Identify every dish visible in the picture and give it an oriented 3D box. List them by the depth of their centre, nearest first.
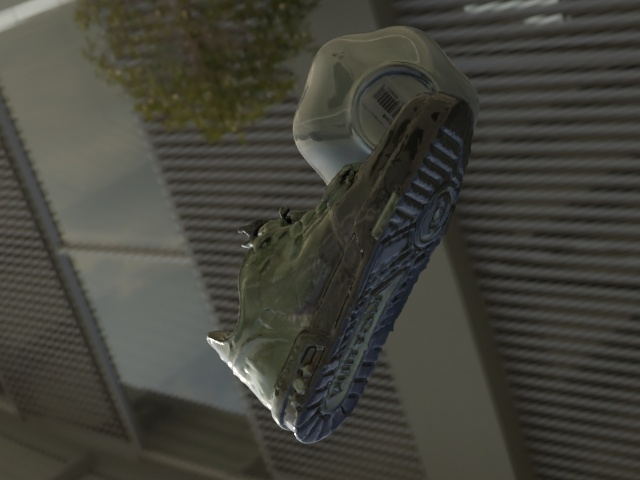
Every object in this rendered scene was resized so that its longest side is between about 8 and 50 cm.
[{"bbox_3d":[0.070,-0.121,1.293,0.190,0.191,0.066,-22,-178,-8],"label":"dish"}]

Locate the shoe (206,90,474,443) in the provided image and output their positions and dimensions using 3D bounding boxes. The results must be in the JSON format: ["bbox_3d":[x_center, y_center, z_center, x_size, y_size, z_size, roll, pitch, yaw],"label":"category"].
[{"bbox_3d":[0.001,0.000,1.041,0.149,0.293,0.109,30,-167,29],"label":"shoe"}]
